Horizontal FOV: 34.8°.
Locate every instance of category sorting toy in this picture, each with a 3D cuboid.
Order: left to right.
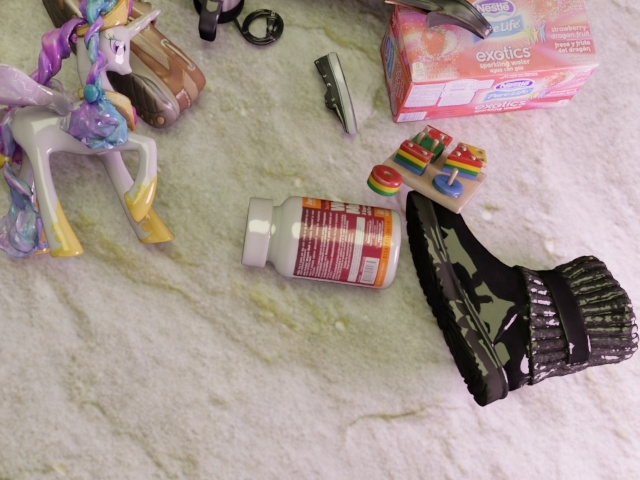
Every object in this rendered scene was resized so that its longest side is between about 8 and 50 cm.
[{"bbox_3d":[0.179,-0.117,1.514,0.132,0.046,0.274,31,34,11],"label":"sorting toy"}]

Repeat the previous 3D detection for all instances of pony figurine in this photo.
[{"bbox_3d":[-0.382,-0.161,1.429,0.351,0.303,0.363,-6,97,-2],"label":"pony figurine"}]

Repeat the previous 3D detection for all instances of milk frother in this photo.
[{"bbox_3d":[-0.126,-0.374,1.584,0.143,0.135,0.129,-3,87,-6],"label":"milk frother"}]

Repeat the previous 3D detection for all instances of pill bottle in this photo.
[{"bbox_3d":[0.000,0.000,1.492,0.221,0.121,0.121,8,72,-5],"label":"pill bottle"}]

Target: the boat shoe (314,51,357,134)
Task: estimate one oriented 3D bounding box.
[{"bbox_3d":[0.025,-0.228,1.610,0.040,0.049,0.142,-17,73,8],"label":"boat shoe"}]

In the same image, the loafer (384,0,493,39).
[{"bbox_3d":[0.173,-0.337,1.500,0.170,0.062,0.061,33,91,10],"label":"loafer"}]

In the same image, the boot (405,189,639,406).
[{"bbox_3d":[0.290,0.052,1.509,0.260,0.131,0.348,-20,81,-10],"label":"boot"}]

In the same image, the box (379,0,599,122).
[{"bbox_3d":[0.258,-0.290,1.599,0.300,0.154,0.142,-7,74,-8],"label":"box"}]

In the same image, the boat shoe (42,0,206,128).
[{"bbox_3d":[-0.306,-0.316,1.562,0.116,0.123,0.324,-42,88,-24],"label":"boat shoe"}]
